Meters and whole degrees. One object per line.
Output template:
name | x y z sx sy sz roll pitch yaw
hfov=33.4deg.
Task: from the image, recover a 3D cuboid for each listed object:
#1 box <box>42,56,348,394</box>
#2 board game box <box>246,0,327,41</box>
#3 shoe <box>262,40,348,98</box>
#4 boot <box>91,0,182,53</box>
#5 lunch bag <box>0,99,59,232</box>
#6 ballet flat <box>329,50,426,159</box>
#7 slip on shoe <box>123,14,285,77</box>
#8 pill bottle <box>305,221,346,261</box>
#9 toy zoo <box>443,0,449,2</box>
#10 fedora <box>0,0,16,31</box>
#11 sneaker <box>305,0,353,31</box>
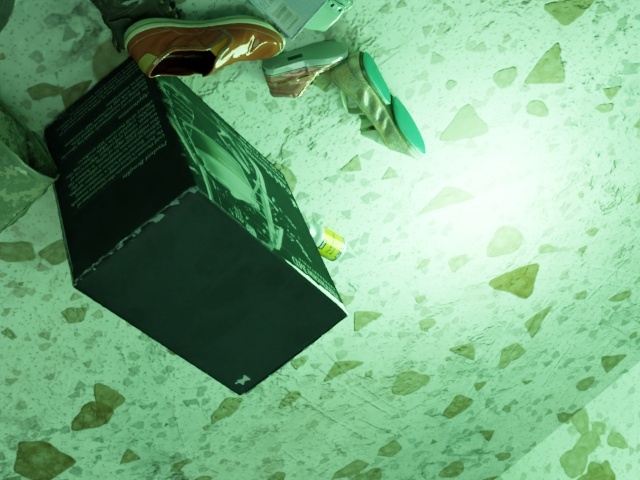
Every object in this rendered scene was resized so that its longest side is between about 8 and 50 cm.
box | -0.249 -0.034 2.075 0.297 0.472 0.480 -37 133 13
board game box | -0.060 -0.570 1.840 0.318 0.066 0.318 -47 114 1
shoe | -0.027 -0.345 2.172 0.178 0.063 0.081 -14 135 -2
boot | -0.321 -0.477 1.934 0.263 0.091 0.229 -31 139 12
lunch bag | -0.653 -0.143 1.975 0.235 0.169 0.287 -39 103 15
ballet flat | 0.117 -0.278 2.275 0.106 0.108 0.316 -18 132 23
slip on shoe | -0.209 -0.357 2.022 0.331 0.101 0.123 -9 156 -36
pill bottle | 0.000 0.000 2.483 0.116 0.065 0.065 28 116 -37
toy zoo | 0.205 -0.520 1.981 0.192 0.293 0.030 25 81 -17
fedora | -0.646 -0.455 1.784 0.275 0.124 0.244 31 112 -28
sneaker | 0.006 -0.509 2.013 0.151 0.094 0.256 11 134 -23
